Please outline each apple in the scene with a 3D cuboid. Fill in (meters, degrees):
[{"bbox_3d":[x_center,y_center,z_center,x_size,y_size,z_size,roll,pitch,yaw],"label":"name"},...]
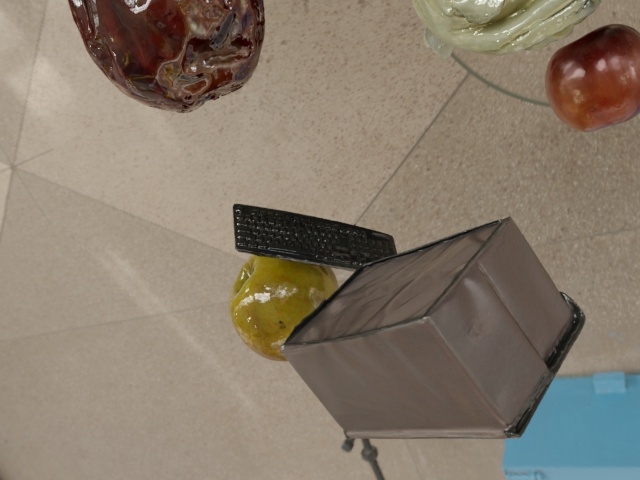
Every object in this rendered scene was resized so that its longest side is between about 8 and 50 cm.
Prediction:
[{"bbox_3d":[-0.060,0.090,0.892,0.155,0.182,0.182,32,132,-29],"label":"apple"},{"bbox_3d":[0.598,-0.348,1.256,0.218,0.218,0.201,-18,103,33],"label":"apple"}]

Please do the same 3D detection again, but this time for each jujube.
[{"bbox_3d":[-0.156,-0.251,0.579,0.183,0.183,0.243,-9,110,29],"label":"jujube"}]

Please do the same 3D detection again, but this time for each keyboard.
[{"bbox_3d":[0.000,0.000,0.800,0.251,0.087,0.017,11,138,-23],"label":"keyboard"}]

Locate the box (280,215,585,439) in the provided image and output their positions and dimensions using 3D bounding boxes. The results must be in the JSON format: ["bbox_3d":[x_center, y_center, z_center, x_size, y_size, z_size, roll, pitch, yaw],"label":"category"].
[{"bbox_3d":[0.112,0.104,0.641,0.153,0.188,0.252,55,144,-10],"label":"box"}]

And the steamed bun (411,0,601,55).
[{"bbox_3d":[0.319,-0.434,0.971,0.237,0.394,0.346,88,162,-64],"label":"steamed bun"}]

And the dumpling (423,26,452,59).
[{"bbox_3d":[0.320,-0.573,1.542,0.092,0.150,0.176,25,89,27],"label":"dumpling"}]
